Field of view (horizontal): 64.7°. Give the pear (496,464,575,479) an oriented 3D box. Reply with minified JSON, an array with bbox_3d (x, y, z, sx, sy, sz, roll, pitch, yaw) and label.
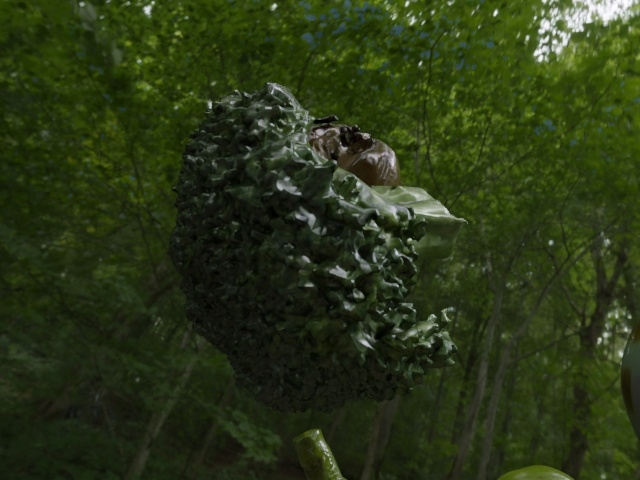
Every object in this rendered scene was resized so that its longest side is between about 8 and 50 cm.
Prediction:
[{"bbox_3d":[0.365,0.480,0.864,0.187,0.187,0.220,31,-29,2],"label":"pear"}]

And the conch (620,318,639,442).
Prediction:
[{"bbox_3d":[0.423,0.152,0.463,0.249,0.368,0.197,3,-61,-1],"label":"conch"}]

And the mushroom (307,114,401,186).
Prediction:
[{"bbox_3d":[0.024,-0.075,0.888,0.195,0.283,0.263,16,-14,-30],"label":"mushroom"}]

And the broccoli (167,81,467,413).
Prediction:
[{"bbox_3d":[-0.019,0.013,0.517,0.249,0.302,0.375,-53,-130,13],"label":"broccoli"}]

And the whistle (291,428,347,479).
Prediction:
[{"bbox_3d":[0.028,0.304,0.552,0.104,0.057,0.198,-41,-116,33],"label":"whistle"}]
